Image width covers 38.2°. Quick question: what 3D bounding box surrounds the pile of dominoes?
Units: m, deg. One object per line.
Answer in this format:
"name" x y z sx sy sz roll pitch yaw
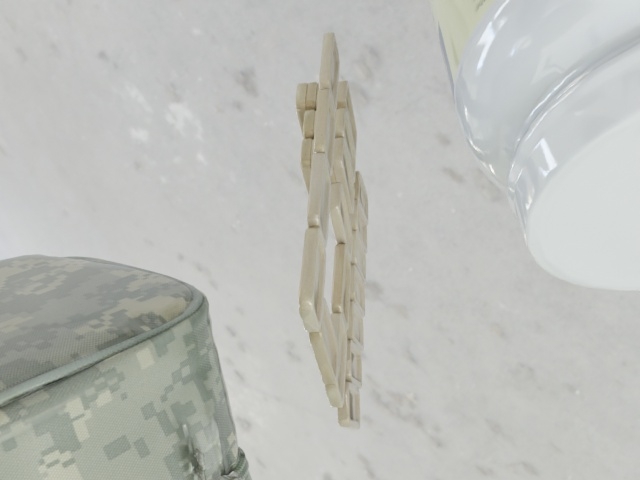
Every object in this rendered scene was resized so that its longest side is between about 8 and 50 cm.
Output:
"pile of dominoes" 0.000 0.000 0.637 0.040 0.251 0.196 -3 140 9

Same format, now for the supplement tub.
"supplement tub" 0.180 -0.159 0.536 0.235 0.235 0.325 100 165 -58

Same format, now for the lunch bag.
"lunch bag" -0.174 0.168 0.424 0.212 0.305 0.256 11 116 46
